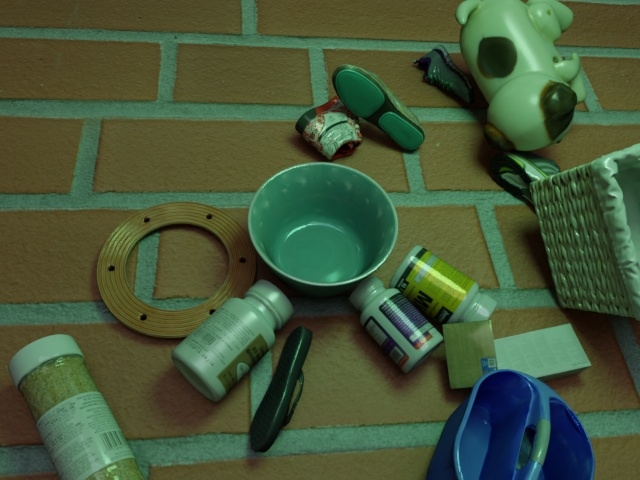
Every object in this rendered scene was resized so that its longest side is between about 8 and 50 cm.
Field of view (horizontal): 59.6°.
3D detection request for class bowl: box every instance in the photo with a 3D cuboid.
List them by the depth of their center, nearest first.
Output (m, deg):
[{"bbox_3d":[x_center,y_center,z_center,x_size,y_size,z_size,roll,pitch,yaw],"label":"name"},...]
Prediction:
[{"bbox_3d":[0.000,0.000,1.207,0.312,0.163,0.311,3,56,-4],"label":"bowl"}]

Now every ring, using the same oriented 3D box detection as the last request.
[{"bbox_3d":[-0.309,0.058,1.215,0.337,0.032,0.336,4,57,-5],"label":"ring"}]

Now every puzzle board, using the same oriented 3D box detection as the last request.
[{"bbox_3d":[0.300,0.227,1.116,0.096,0.011,0.128,-9,76,16],"label":"puzzle board"}]

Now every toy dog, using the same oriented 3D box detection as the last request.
[{"bbox_3d":[0.521,-0.418,1.422,0.395,0.285,0.407,23,52,-46],"label":"toy dog"}]

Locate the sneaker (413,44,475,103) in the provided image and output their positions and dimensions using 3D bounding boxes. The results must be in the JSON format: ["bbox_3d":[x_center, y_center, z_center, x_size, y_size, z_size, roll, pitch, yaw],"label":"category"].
[{"bbox_3d":[0.357,-0.460,1.610,0.098,0.083,0.223,-28,60,3],"label":"sneaker"}]

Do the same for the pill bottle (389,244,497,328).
[{"bbox_3d":[0.263,0.112,1.198,0.208,0.119,0.119,34,60,15],"label":"pill bottle"}]

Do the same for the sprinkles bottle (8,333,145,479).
[{"bbox_3d":[-0.417,0.335,0.972,0.121,0.121,0.355,-29,66,-22],"label":"sprinkles bottle"}]

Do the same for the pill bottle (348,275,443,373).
[{"bbox_3d":[0.150,0.168,1.156,0.108,0.108,0.193,-33,68,-24],"label":"pill bottle"}]

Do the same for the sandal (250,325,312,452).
[{"bbox_3d":[-0.060,0.284,1.072,0.054,0.097,0.254,34,57,-17],"label":"sandal"}]

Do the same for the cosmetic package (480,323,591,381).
[{"bbox_3d":[0.427,0.250,1.166,0.239,0.060,0.098,-9,57,-12],"label":"cosmetic package"}]

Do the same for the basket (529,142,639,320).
[{"bbox_3d":[0.672,-0.037,1.188,0.328,0.266,0.331,-16,92,-17],"label":"basket"}]

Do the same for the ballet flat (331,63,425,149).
[{"bbox_3d":[0.146,-0.350,1.425,0.316,0.108,0.106,38,37,-31],"label":"ballet flat"}]

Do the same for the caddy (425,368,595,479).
[{"bbox_3d":[0.333,0.379,0.956,0.241,0.179,0.341,33,42,8],"label":"caddy"}]

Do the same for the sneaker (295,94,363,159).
[{"bbox_3d":[0.072,-0.311,1.465,0.145,0.090,0.270,46,58,9],"label":"sneaker"}]

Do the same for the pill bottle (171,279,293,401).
[{"bbox_3d":[-0.164,0.188,1.091,0.131,0.131,0.229,38,61,16],"label":"pill bottle"}]

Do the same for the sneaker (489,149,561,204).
[{"bbox_3d":[0.580,-0.140,1.407,0.121,0.111,0.300,-35,70,-29],"label":"sneaker"}]
